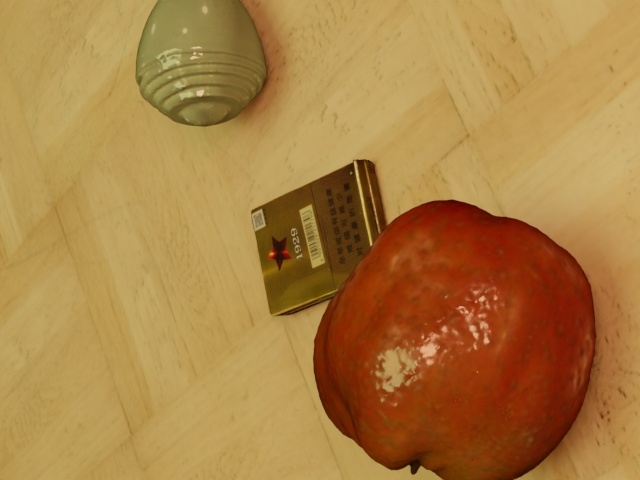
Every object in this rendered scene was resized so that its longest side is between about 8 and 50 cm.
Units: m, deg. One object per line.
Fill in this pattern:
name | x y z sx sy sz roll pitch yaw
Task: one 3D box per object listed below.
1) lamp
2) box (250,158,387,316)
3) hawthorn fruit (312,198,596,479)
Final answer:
lamp | -0.098 -0.183 1.175 0.106 0.106 0.193 -22 64 47
box | 0.000 0.000 1.120 0.133 0.023 0.090 -24 72 47
hawthorn fruit | 0.086 0.065 0.916 0.189 0.189 0.189 2 93 49
